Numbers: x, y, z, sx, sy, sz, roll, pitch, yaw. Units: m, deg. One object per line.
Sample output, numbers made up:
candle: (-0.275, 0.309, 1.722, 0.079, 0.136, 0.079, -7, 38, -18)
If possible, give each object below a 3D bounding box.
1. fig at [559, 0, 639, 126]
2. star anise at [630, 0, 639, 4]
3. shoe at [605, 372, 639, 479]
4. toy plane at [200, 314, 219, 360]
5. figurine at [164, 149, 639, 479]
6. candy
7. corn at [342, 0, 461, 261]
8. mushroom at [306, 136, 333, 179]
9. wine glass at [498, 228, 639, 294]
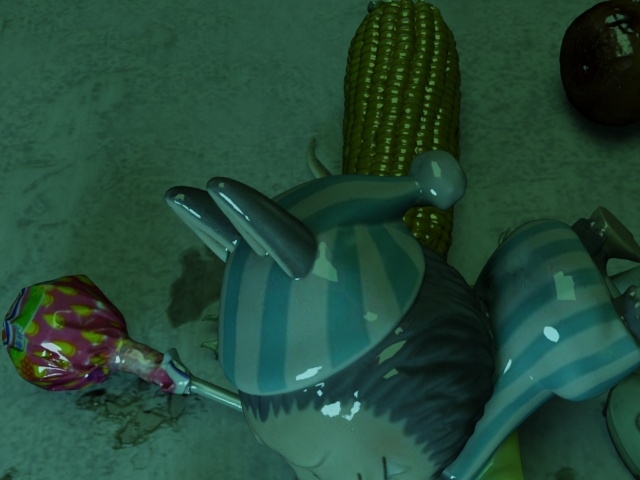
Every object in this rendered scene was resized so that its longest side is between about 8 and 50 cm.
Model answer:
fig: (0.389, -0.213, 1.244, 0.201, 0.134, 0.146, -11, 95, -13)
star anise: (0.406, -0.294, 1.335, 0.124, 0.056, 0.129, -27, 37, 14)
shoe: (0.381, 0.205, 0.956, 0.275, 0.098, 0.103, 33, 60, 28)
toy plane: (-0.086, 0.096, 1.126, 0.080, 0.033, 0.083, 39, 66, 17)
figurine: (0.059, 0.054, 0.881, 0.361, 0.377, 0.266, -36, 46, 18)
candy: (-0.152, 0.140, 1.077, 0.365, 0.124, 0.124, 22, 59, 9)
corn: (0.092, -0.112, 1.195, 0.144, 0.144, 0.387, -2, 58, 5)
mushroom: (0.001, -0.001, 1.188, 0.068, 0.043, 0.306, 18, 53, -11)
wine glass: (0.268, 0.047, 1.073, 0.183, 0.122, 0.122, 12, 57, 19)
